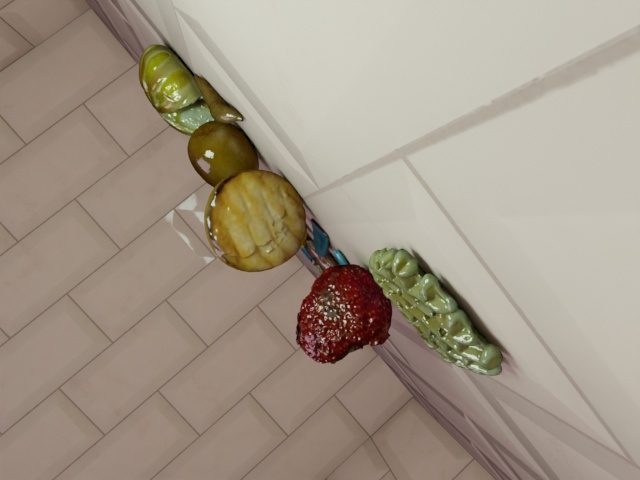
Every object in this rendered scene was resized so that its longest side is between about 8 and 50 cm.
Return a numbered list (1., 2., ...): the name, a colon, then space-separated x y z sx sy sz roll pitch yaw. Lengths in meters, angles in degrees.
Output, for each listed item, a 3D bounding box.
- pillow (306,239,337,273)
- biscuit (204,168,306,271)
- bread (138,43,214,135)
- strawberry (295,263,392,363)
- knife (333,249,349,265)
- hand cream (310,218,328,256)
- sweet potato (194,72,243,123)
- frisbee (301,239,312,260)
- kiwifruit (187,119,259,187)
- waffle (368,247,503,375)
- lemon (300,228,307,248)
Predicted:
1. pillow: 0.011 0.085 1.632 0.171 0.075 0.179 48 174 20
2. biscuit: -0.186 -0.056 1.219 0.296 0.296 0.102 52 163 -17
3. bread: -0.484 -0.482 1.413 0.333 0.160 0.333 50 173 9
4. strawberry: 0.055 0.179 1.125 0.274 0.273 0.221 180 66 -81
5. knife: 0.085 0.099 1.415 0.064 0.031 0.222 49 174 39
6. hand cream: 0.000 0.000 1.433 0.083 0.048 0.224 47 167 18
7. sweet potato: -0.289 -0.376 1.176 0.250 0.059 0.069 50 154 29
8. frisbee: -0.090 -0.012 1.871 0.290 0.049 0.289 53 175 6
9. kiwifruit: -0.291 -0.250 1.313 0.196 0.196 0.234 45 178 36
10. waffle: 0.196 0.131 0.787 0.292 0.056 0.309 50 172 5
11. lemon: -0.108 -0.034 1.596 0.155 0.114 0.114 52 173 -14
